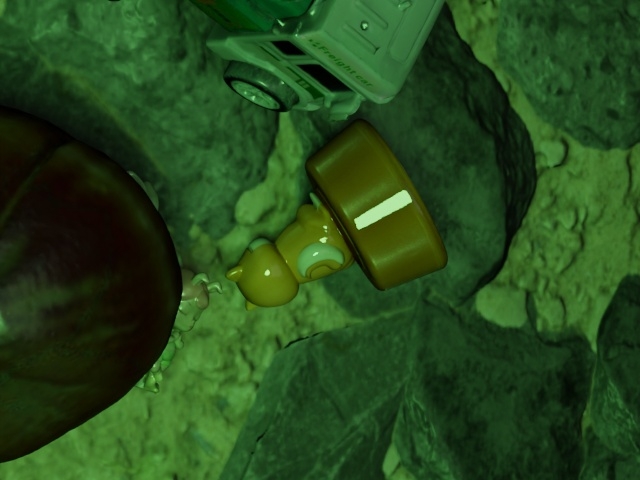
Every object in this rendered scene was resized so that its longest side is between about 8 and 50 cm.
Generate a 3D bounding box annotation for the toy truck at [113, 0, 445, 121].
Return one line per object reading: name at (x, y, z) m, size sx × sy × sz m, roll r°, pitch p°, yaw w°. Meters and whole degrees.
toy truck at (-0.071, -0.224, 1.093) m, size 0.363 × 0.178 × 0.176 m, roll 37°, pitch 75°, yaw -37°

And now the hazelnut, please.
hazelnut at (-0.207, 0.022, 1.001) m, size 0.229 × 0.229 × 0.229 m, roll -3°, pitch 96°, yaw -34°

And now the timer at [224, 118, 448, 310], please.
timer at (0.000, 0.000, 1.214) m, size 0.152 × 0.132 × 0.132 m, roll -31°, pitch 112°, yaw -3°

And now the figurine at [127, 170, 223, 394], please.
figurine at (-0.118, 0.033, 1.142) m, size 0.098 × 0.081 × 0.146 m, roll 20°, pitch 80°, yaw 3°
